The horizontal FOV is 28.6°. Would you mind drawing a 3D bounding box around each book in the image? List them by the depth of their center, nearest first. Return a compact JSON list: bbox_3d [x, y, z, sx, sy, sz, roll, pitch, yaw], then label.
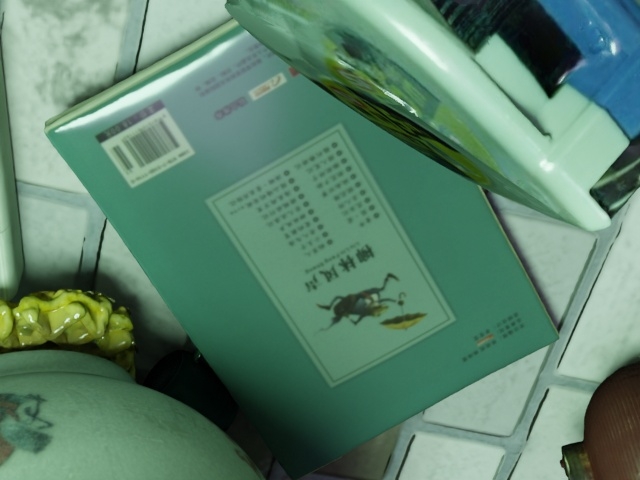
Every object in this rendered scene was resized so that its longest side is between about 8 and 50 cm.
[{"bbox_3d":[0.000,0.000,0.973,0.264,0.031,0.379,-27,118,6],"label":"book"}]

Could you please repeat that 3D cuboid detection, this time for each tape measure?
[{"bbox_3d":[0.074,-0.133,0.758,0.262,0.259,0.138,33,89,-21],"label":"tape measure"}]

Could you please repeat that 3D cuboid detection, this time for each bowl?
[{"bbox_3d":[-0.216,0.208,0.950,0.434,0.196,0.435,-10,150,-6],"label":"bowl"}]

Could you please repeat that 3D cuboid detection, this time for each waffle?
[{"bbox_3d":[-0.224,0.098,1.009,0.148,0.051,0.194,-3,147,-16],"label":"waffle"}]

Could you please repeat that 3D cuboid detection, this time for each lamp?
[{"bbox_3d":[0.327,0.172,1.023,0.258,0.180,0.180,-14,121,7],"label":"lamp"}]

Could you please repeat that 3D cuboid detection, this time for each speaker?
[{"bbox_3d":[-0.099,0.118,1.058,0.075,0.060,0.094,43,77,-23],"label":"speaker"}]

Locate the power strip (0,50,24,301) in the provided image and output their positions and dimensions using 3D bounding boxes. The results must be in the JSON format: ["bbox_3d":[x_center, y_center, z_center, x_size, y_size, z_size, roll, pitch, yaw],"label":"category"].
[{"bbox_3d":[-0.283,-0.071,0.931,0.098,0.058,0.338,1,121,-2],"label":"power strip"}]
